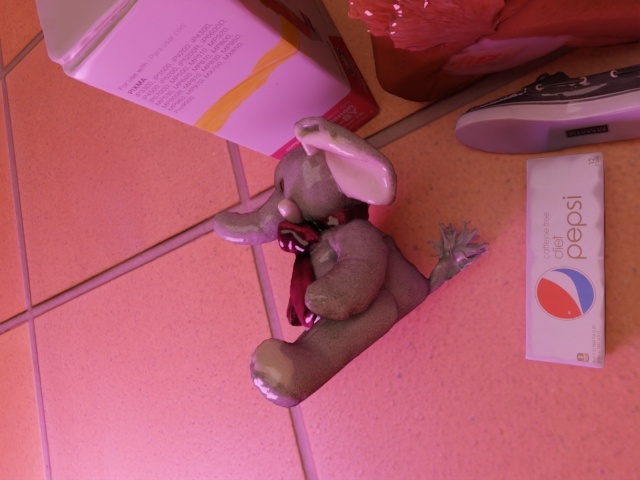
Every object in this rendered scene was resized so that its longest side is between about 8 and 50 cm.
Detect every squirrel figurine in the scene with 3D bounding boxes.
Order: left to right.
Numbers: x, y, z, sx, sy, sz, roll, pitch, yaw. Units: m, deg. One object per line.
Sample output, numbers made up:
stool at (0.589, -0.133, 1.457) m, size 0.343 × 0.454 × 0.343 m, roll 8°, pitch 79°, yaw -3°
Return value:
squirrel figurine at (0.117, -0.357, 0.424) m, size 0.281 × 0.397 × 0.369 m, roll -6°, pitch 94°, yaw 42°

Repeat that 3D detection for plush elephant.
plush elephant at (0.000, 0.000, 0.554) m, size 0.330 × 0.272 × 0.255 m, roll -35°, pitch 81°, yaw -7°

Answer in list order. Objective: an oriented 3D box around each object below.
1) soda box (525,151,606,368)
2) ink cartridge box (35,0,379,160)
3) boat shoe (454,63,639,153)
soda box at (0.264, 0.021, 0.499) m, size 0.074 × 0.069 × 0.215 m, roll 0°, pitch 85°, yaw 31°
ink cartridge box at (-0.119, -0.278, 0.570) m, size 0.161 × 0.385 × 0.279 m, roll -31°, pitch 71°, yaw 25°
boat shoe at (0.267, -0.152, 0.513) m, size 0.229 × 0.080 × 0.076 m, roll -2°, pitch 67°, yaw 34°
